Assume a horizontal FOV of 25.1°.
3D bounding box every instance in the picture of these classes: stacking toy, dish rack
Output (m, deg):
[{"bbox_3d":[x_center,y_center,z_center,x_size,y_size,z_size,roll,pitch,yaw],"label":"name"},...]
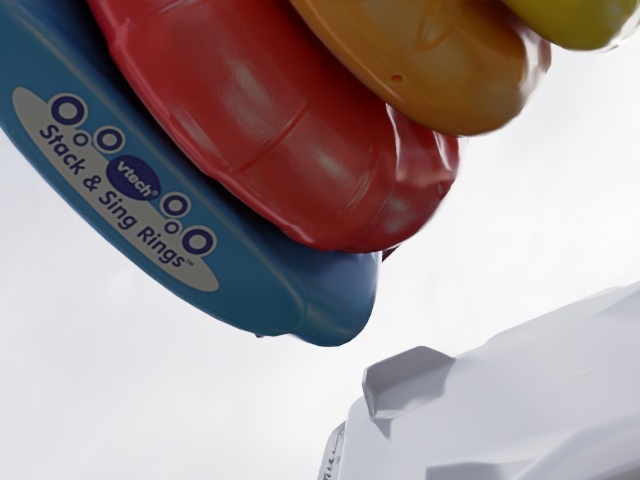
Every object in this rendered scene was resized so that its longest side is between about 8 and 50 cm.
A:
[{"bbox_3d":[0.065,-0.115,0.342,0.302,0.166,0.175,-27,-57,25],"label":"stacking toy"},{"bbox_3d":[0.115,0.071,0.582,0.285,0.333,0.072,-24,-86,6],"label":"dish rack"}]

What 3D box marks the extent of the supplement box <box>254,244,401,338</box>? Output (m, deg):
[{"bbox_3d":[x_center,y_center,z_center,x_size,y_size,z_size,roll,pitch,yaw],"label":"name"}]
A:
[{"bbox_3d":[0.000,0.000,0.637,0.043,0.055,0.083,58,-138,-9],"label":"supplement box"}]
